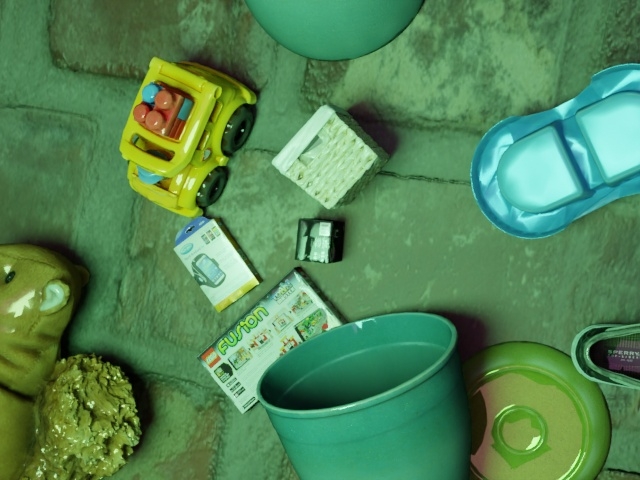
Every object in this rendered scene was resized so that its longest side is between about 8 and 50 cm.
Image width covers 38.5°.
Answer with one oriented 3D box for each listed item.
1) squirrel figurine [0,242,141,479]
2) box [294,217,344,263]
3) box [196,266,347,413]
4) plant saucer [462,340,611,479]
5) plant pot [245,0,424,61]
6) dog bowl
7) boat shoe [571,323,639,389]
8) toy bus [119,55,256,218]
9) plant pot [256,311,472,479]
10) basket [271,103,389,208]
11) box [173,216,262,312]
[{"bbox_3d":[-0.443,0.209,1.379,0.397,0.281,0.370,34,88,-2],"label":"squirrel figurine"},{"bbox_3d":[0.000,0.000,1.317,0.052,0.083,0.062,6,92,13],"label":"box"},{"bbox_3d":[-0.073,0.148,1.363,0.207,0.036,0.114,-42,81,12],"label":"box"},{"bbox_3d":[0.280,0.262,1.272,0.241,0.037,0.241,0,91,14],"label":"plant saucer"},{"bbox_3d":[0.000,-0.408,1.255,0.290,0.195,0.290,0,90,15],"label":"plant pot"},{"bbox_3d":[0.345,-0.114,1.200,0.297,0.074,0.166,-26,85,27],"label":"dog bowl"},{"bbox_3d":[0.496,0.163,1.170,0.335,0.119,0.121,-2,90,13],"label":"boat shoe"},{"bbox_3d":[-0.213,-0.148,1.307,0.149,0.211,0.220,27,99,11],"label":"toy bus"},{"bbox_3d":[0.084,0.268,1.214,0.272,0.271,0.255,-15,104,14],"label":"plant pot"},{"bbox_3d":[0.020,-0.112,1.270,0.103,0.167,0.113,44,101,5],"label":"basket"},{"bbox_3d":[-0.159,0.031,1.383,0.081,0.028,0.136,-36,86,12],"label":"box"}]
